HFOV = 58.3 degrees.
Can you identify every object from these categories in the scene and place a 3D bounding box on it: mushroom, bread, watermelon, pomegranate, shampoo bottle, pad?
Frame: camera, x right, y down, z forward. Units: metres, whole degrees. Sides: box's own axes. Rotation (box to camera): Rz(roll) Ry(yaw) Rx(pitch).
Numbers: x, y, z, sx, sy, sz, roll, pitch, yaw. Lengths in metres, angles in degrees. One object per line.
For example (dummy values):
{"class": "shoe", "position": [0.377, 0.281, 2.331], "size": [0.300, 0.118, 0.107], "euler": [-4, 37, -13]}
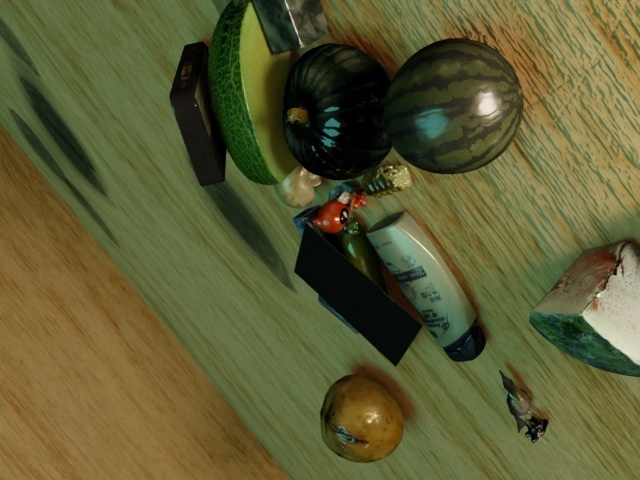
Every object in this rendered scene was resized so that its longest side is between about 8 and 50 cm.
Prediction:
{"class": "mushroom", "position": [-0.054, -0.145, 1.324], "size": [0.148, 0.112, 0.148], "euler": [-11, -90, -88]}
{"class": "bread", "position": [0.130, -0.122, 1.184], "size": [0.066, 0.060, 0.110], "euler": [31, 157, -27]}
{"class": "watermelon", "position": [0.203, -0.204, 0.883], "size": [0.212, 0.212, 0.212], "euler": [30, 142, 27]}
{"class": "watermelon", "position": [0.484, 0.106, 0.961], "size": [0.319, 0.214, 0.289], "euler": [10, -178, -6]}
{"class": "pomegranate", "position": [0.114, 0.522, 1.686], "size": [0.260, 0.260, 0.260], "euler": [30, 142, 27]}
{"class": "shampoo bottle", "position": [0.244, 0.105, 1.256], "size": [0.134, 0.078, 0.359], "euler": [-22, 105, 52]}
{"class": "pad", "position": [0.077, 0.137, 1.402], "size": [0.367, 0.007, 0.248], "euler": [42, 151, 17]}

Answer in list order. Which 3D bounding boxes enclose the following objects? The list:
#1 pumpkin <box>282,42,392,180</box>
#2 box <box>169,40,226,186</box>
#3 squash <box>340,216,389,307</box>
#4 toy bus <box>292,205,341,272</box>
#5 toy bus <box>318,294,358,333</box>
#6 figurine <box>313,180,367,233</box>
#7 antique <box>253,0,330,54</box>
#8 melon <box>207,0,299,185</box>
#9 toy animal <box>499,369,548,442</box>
{"class": "pumpkin", "position": [0.023, -0.234, 1.064], "size": [0.250, 0.216, 0.250], "euler": [14, 109, 48]}
{"class": "box", "position": [-0.261, -0.289, 1.272], "size": [0.350, 0.058, 0.211], "euler": [-98, -5, -54]}
{"class": "squash", "position": [0.106, 0.077, 1.387], "size": [0.087, 0.087, 0.332], "euler": [10, 129, 44]}
{"class": "toy bus", "position": [0.000, 0.000, 1.443], "size": [0.076, 0.073, 0.167], "euler": [-4, 116, 54]}
{"class": "toy bus", "position": [0.060, 0.191, 1.582], "size": [0.153, 0.051, 0.061], "euler": [38, 151, 17]}
{"class": "figurine", "position": [0.040, -0.071, 1.263], "size": [0.075, 0.140, 0.068], "euler": [34, 146, 20]}
{"class": "antique", "position": [-0.066, -0.451, 1.059], "size": [0.086, 0.088, 0.183], "euler": [5, 126, 46]}
{"class": "melon", "position": [-0.137, -0.322, 1.201], "size": [0.331, 0.226, 0.344], "euler": [-102, -11, -63]}
{"class": "toy animal", "position": [0.447, 0.373, 1.298], "size": [0.202, 0.070, 0.105], "euler": [58, 165, -19]}
